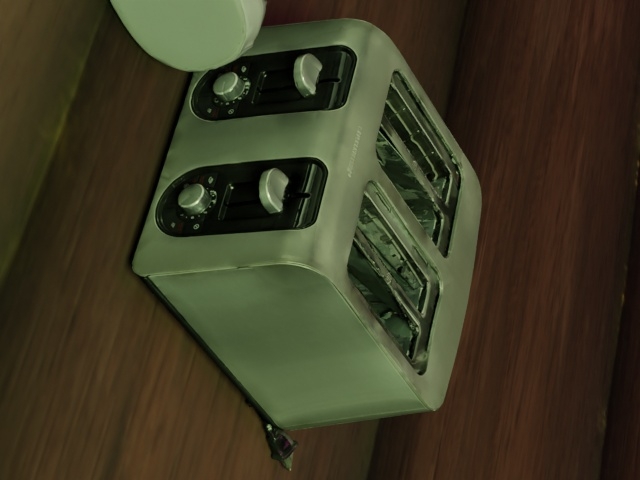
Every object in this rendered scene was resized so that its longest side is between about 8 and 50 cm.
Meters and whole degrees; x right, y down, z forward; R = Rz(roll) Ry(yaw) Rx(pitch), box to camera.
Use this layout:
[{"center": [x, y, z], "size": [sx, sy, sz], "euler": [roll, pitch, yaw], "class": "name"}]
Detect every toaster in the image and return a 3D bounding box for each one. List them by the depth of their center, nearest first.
[{"center": [0.000, 0.000, 0.987], "size": [0.185, 0.110, 0.168], "euler": [54, 40, -41], "class": "toaster"}]

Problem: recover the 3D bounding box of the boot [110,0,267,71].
[{"center": [-0.089, -0.216, 0.919], "size": [0.123, 0.095, 0.258], "euler": [-76, 153, -45], "class": "boot"}]
